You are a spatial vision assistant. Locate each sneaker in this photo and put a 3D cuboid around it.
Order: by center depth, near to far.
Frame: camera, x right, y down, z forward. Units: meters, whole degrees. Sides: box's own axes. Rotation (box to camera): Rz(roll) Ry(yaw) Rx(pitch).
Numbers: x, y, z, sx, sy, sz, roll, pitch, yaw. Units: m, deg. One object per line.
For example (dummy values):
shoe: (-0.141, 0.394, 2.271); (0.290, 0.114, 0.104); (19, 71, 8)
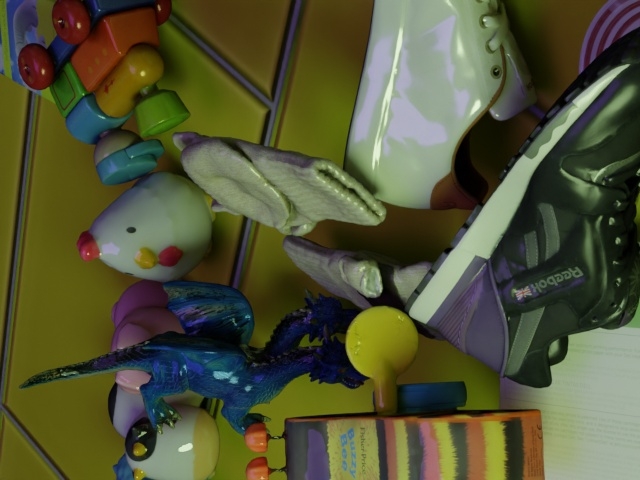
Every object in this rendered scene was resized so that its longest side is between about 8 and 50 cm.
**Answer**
sneaker: (0.174, -0.014, 1.086); (0.124, 0.107, 0.283); (39, 134, 7)
sneaker: (0.099, -0.156, 1.145); (0.123, 0.106, 0.290); (14, 117, 12)

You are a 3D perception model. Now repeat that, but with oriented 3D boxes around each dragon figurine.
dragon figurine: (-0.101, 0.090, 1.408); (0.289, 0.085, 0.144); (11, 134, 2)

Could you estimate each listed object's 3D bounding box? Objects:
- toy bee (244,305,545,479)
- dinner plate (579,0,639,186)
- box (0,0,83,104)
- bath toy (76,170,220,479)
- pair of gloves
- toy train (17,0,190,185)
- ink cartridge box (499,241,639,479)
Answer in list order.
toy bee: (0.034, 0.166, 1.243); (0.298, 0.162, 0.195); (125, 138, -58)
dinner plate: (0.222, -0.094, 1.062); (0.141, 0.017, 0.141); (29, 129, 42)
box: (-0.276, -0.203, 1.618); (0.178, 0.042, 0.109); (28, 128, 40)
bath toy: (-0.157, 0.108, 1.554); (0.151, 0.129, 0.348); (28, 127, 42)
pair of gloves: (0.000, 0.000, 1.257); (0.204, 0.042, 0.240); (17, 159, 48)
toy train: (-0.155, -0.154, 1.432); (0.248, 0.105, 0.143); (-38, 75, 53)
ink cartridge box: (0.197, 0.117, 1.172); (0.171, 0.056, 0.235); (2, 92, 51)
